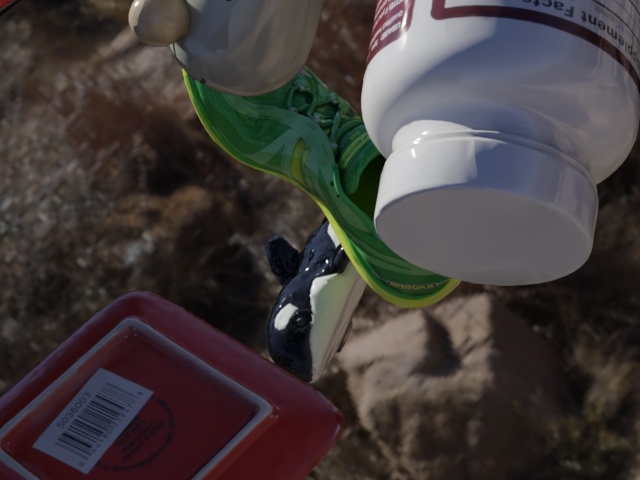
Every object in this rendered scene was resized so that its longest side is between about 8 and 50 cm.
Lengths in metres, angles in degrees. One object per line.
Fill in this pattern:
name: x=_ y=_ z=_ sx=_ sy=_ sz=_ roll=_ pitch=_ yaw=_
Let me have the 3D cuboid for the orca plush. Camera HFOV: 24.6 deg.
orca plush: x=0.000 y=0.000 z=1.374 sx=0.151 sy=0.102 sz=0.287 roll=88 pitch=-156 yaw=-66

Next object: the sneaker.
sneaker: x=0.016 y=-0.076 z=1.197 sx=0.109 sy=0.295 sz=0.123 roll=-46 pitch=-1 yaw=-26

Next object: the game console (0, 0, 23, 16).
game console: x=-0.309 y=-0.129 z=0.822 sx=0.342 sy=0.060 sz=0.386 roll=-7 pitch=25 yaw=26

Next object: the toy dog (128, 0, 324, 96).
toy dog: x=-0.044 y=-0.215 z=0.597 sx=0.161 sy=0.334 sz=0.220 roll=-8 pitch=16 yaw=-30

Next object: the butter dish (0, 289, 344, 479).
butter dish: x=-0.087 y=0.129 z=0.747 sx=0.160 sy=0.118 sz=0.160 roll=29 pitch=58 yaw=30

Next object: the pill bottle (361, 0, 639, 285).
pill bottle: x=0.059 y=-0.067 z=0.461 sx=0.086 sy=0.086 sz=0.152 roll=-22 pitch=50 yaw=50
